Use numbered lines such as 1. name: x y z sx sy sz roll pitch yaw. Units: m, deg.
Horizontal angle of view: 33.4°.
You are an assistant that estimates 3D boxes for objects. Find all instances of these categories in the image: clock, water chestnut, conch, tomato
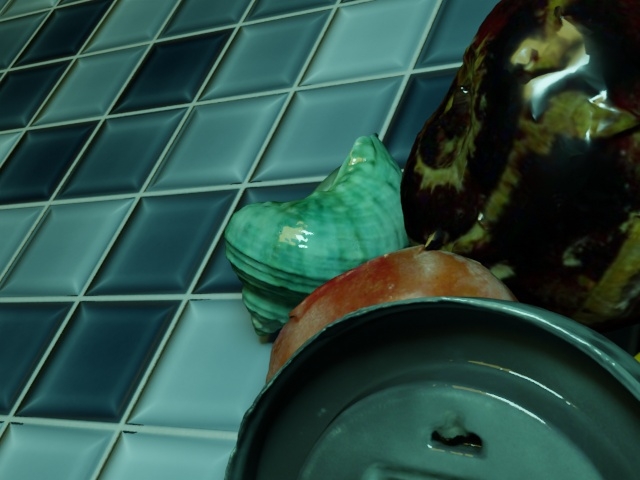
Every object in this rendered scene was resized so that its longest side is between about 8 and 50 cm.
1. clock: 0.088 0.192 0.646 0.325 0.067 0.325 2 95 29
2. water chestnut: 0.217 -0.059 0.860 0.300 0.300 0.300 -20 40 18
3. conch: -0.001 0.004 1.022 0.202 0.134 0.196 -32 -3 12
4. tomato: 0.067 0.120 0.766 0.225 0.225 0.085 -26 15 10

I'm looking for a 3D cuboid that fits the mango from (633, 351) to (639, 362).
1. mango: 0.290 0.115 0.684 0.254 0.139 0.175 -34 44 -10
